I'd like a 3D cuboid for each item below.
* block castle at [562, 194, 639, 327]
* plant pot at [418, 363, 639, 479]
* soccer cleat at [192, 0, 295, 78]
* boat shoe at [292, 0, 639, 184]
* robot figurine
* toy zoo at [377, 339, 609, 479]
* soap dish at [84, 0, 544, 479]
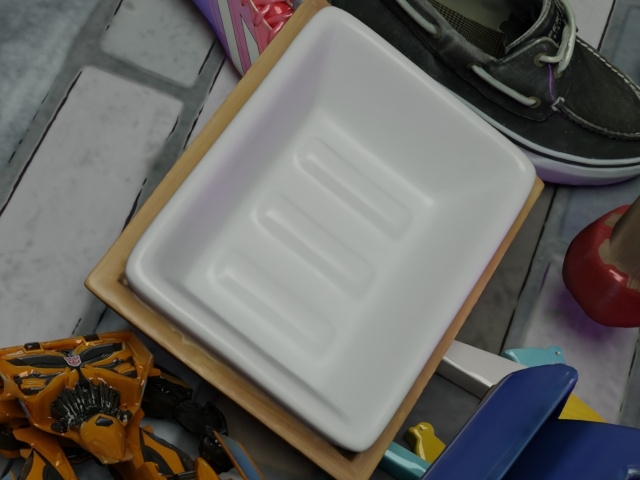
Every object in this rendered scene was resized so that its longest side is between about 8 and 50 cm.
[{"bbox_3d":[0.428,0.056,1.044,0.453,0.213,0.303,-14,69,-17],"label":"block castle"},{"bbox_3d":[0.135,0.230,0.860,0.212,0.236,0.236,35,63,15],"label":"plant pot"},{"bbox_3d":[-0.052,-0.195,1.137,0.083,0.095,0.248,-35,75,-24],"label":"soccer cleat"},{"bbox_3d":[0.143,-0.144,1.106,0.335,0.119,0.121,21,57,-18],"label":"boat shoe"},{"bbox_3d":[-0.128,0.155,0.897,0.211,0.085,0.291,-8,38,-29],"label":"robot figurine"},{"bbox_3d":[0.111,0.193,1.014,0.192,0.030,0.293,30,63,5],"label":"toy zoo"},{"bbox_3d":[0.000,0.000,1.019,0.229,0.118,0.291,38,62,-6],"label":"soap dish"}]
